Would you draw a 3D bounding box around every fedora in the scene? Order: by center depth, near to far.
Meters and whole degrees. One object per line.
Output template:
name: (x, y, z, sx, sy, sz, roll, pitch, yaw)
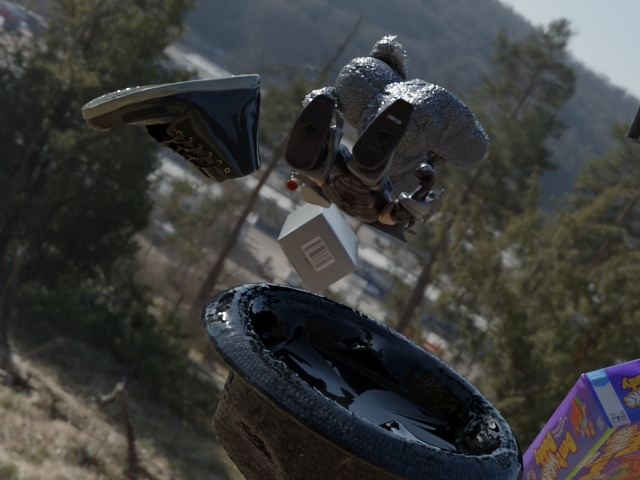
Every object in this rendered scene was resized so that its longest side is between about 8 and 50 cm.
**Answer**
fedora: (0.017, 0.181, 0.934, 0.334, 0.152, 0.334, 25, 15, -7)

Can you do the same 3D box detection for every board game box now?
board game box: (0.424, 0.266, 1.364, 0.233, 0.347, 0.078, -12, 59, -14)

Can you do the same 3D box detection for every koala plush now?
koala plush: (0.098, -0.185, 1.415, 0.221, 0.196, 0.203, 52, -1, 28)

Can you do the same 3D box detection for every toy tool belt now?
toy tool belt: (-0.011, -0.090, 1.651, 0.083, 0.052, 0.051, 25, 42, 4)

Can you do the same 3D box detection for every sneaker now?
sneaker: (-0.150, -0.115, 1.087, 0.222, 0.118, 0.083, -15, 13, -37)

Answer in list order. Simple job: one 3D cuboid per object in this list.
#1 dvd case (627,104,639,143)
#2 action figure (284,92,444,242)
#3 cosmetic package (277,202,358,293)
dvd case: (0.555, -0.199, 1.438, 0.239, 0.179, 0.029, 15, 9, -38)
action figure: (0.044, -0.078, 1.075, 0.185, 0.099, 0.285, 20, -7, 8)
cosmetic package: (0.000, 0.000, 1.832, 0.127, 0.107, 0.238, 57, 6, -7)
